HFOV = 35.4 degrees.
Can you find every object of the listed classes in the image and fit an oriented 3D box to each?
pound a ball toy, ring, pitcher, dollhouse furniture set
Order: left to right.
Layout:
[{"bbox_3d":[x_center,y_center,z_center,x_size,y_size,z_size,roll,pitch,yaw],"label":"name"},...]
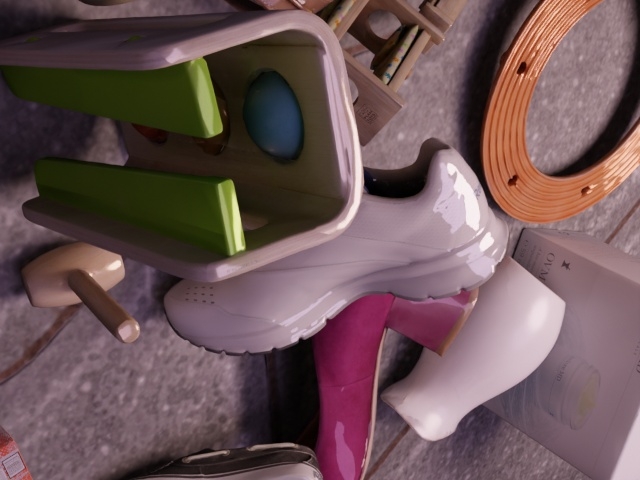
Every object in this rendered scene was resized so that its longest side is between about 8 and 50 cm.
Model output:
[{"bbox_3d":[-0.103,-0.040,0.656,0.135,0.319,0.208,-23,111,-31],"label":"pound a ball toy"},{"bbox_3d":[0.019,-0.151,0.873,0.161,0.101,0.182,-43,-169,46],"label":"dollhouse furniture set"},{"bbox_3d":[0.180,0.124,1.132,0.207,0.125,0.177,-51,158,7],"label":"pitcher"},{"bbox_3d":[0.297,-0.171,1.098,0.336,0.032,0.337,-22,132,-27],"label":"ring"}]

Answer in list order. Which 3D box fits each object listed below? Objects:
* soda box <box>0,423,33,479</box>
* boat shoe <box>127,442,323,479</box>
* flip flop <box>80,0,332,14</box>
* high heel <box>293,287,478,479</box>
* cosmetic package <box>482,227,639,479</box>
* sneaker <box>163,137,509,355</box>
[{"bbox_3d":[-0.256,0.222,0.813,0.058,0.063,0.183,-30,130,-26],"label":"soda box"},{"bbox_3d":[-0.107,0.234,0.928,0.219,0.070,0.078,-6,116,-5],"label":"boat shoe"},{"bbox_3d":[-0.048,-0.192,0.735,0.277,0.112,0.080,-19,117,-29],"label":"flip flop"},{"bbox_3d":[-0.014,0.144,1.000,0.181,0.127,0.377,28,104,-10],"label":"high heel"},{"bbox_3d":[0.321,0.131,1.172,0.138,0.224,0.224,2,110,-43],"label":"cosmetic package"},{"bbox_3d":[0.000,0.000,0.835,0.297,0.111,0.129,-21,122,9],"label":"sneaker"}]
